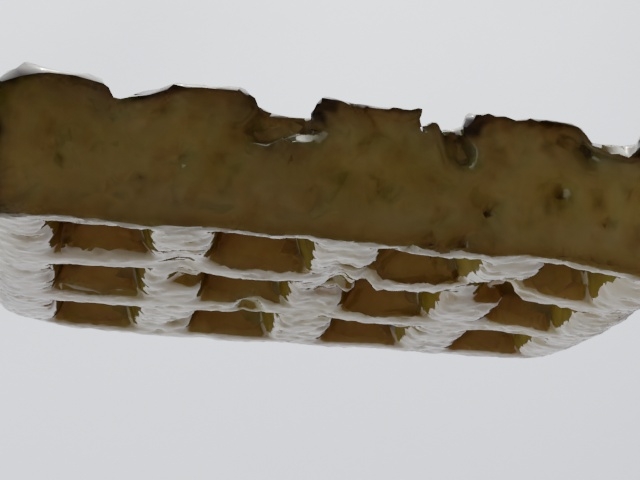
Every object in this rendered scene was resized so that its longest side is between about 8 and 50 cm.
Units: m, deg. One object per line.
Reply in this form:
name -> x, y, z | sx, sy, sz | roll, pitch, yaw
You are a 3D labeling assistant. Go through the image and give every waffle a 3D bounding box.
waffle -> 0.000, 0.000, 0.710 | 0.248, 0.221, 0.055 | 5, -102, -5
